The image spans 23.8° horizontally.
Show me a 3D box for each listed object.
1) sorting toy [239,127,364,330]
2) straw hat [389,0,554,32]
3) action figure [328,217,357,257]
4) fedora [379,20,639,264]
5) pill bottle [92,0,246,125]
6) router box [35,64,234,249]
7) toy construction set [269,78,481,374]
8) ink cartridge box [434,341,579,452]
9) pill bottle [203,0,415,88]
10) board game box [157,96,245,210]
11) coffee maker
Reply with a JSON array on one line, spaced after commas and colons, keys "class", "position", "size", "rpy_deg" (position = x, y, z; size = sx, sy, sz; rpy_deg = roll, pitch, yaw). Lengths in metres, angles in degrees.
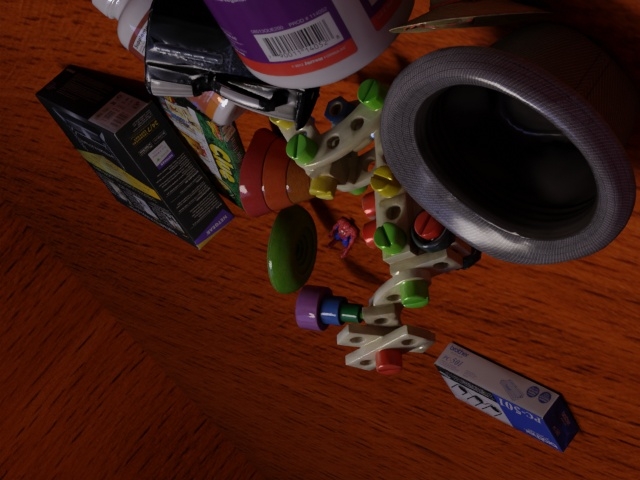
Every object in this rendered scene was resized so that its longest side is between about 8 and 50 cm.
[{"class": "sorting toy", "position": [0.000, 0.000, 2.082], "size": [0.126, 0.127, 0.365], "rpy_deg": [6, 139, 23]}, {"class": "straw hat", "position": [0.128, -0.218, 1.316], "size": [0.144, 0.144, 0.061], "rpy_deg": [1, 97, 65]}, {"class": "action figure", "position": [0.032, -0.005, 2.141], "size": [0.038, 0.030, 0.115], "rpy_deg": [43, 162, 9]}, {"class": "fedora", "position": [0.190, -0.104, 1.381], "size": [0.244, 0.124, 0.275], "rpy_deg": [38, 155, 2]}, {"class": "pill bottle", "position": [-0.159, -0.245, 1.786], "size": [0.216, 0.121, 0.121], "rpy_deg": [40, 163, 4]}, {"class": "router box", "position": [-0.291, -0.134, 2.355], "size": [0.309, 0.081, 0.243], "rpy_deg": [27, 156, 53]}, {"class": "toy construction set", "position": [0.063, -0.027, 1.610], "size": [0.215, 0.327, 0.151], "rpy_deg": [-19, 164, 29]}, {"class": "ink cartridge box", "position": [0.265, 0.223, 2.172], "size": [0.207, 0.046, 0.097], "rpy_deg": [25, 158, 42]}, {"class": "pill bottle", "position": [-0.053, -0.298, 1.324], "size": [0.181, 0.181, 0.323], "rpy_deg": [24, 156, 44]}, {"class": "board game box", "position": [-0.163, -0.138, 2.224], "size": [0.136, 0.030, 0.259], "rpy_deg": [31, 161, 23]}, {"class": "coffee maker", "position": [-0.083, -0.217, 1.576], "size": [0.178, 0.171, 0.120], "rpy_deg": [14, -174, 6]}]
